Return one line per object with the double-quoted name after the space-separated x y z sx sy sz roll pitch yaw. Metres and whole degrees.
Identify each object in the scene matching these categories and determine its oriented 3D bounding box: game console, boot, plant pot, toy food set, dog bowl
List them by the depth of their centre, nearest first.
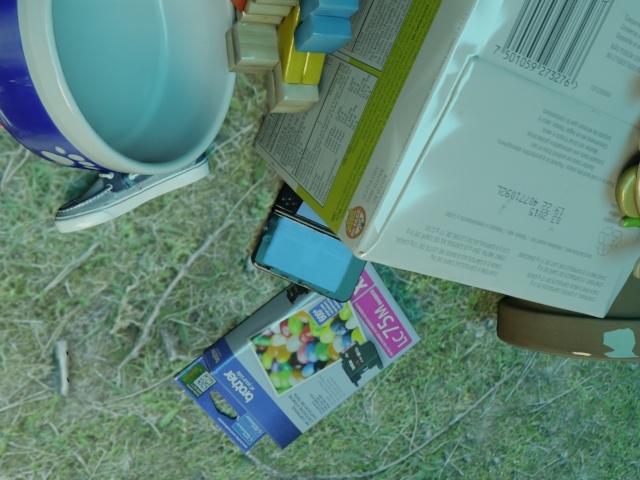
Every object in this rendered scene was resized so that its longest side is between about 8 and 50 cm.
-0.193 -0.197 0.689 0.265 0.104 0.265 -19 111 -61 "dog bowl"
0.340 -0.069 0.709 0.132 0.038 0.192 -14 113 -26 "toy food set"
-0.227 -0.083 0.836 0.190 0.069 0.086 -27 112 -19 "boot"
0.000 0.000 0.921 0.144 0.124 0.085 23 61 -7 "game console"
0.396 0.037 1.057 0.263 0.263 0.229 0 95 -23 "plant pot"

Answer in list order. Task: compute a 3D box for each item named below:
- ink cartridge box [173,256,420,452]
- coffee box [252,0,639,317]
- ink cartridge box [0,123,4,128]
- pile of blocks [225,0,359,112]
-0.027 0.165 1.023 0.311 0.065 0.186 -36 120 -3 "ink cartridge box"
0.175 -0.160 0.808 0.337 0.334 0.338 15 107 -29 "coffee box"
-0.419 -0.258 0.614 0.308 0.091 0.385 -21 103 -14 "ink cartridge box"
-0.026 -0.280 0.657 0.112 0.149 0.362 -5 121 -26 "pile of blocks"
